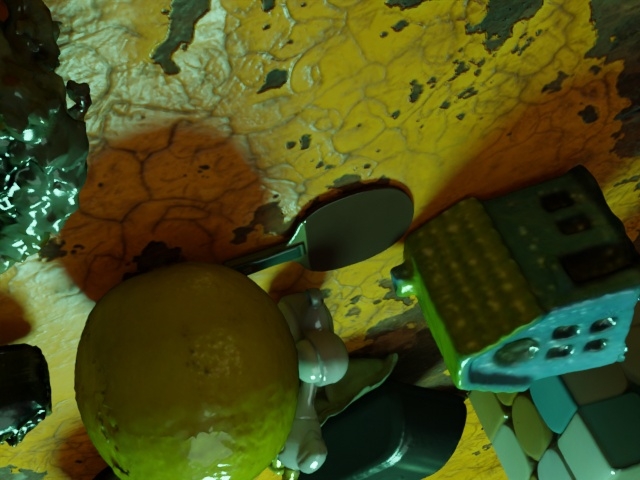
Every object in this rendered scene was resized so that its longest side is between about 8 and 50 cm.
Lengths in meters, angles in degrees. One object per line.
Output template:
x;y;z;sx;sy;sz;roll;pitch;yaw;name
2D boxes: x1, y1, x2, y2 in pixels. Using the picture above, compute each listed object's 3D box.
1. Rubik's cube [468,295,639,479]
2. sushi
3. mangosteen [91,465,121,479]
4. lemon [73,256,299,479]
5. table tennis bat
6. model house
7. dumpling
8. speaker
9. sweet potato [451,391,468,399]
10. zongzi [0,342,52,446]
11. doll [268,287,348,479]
0.514;0.293;1.546;0.347;0.346;0.344;-10;142;-16;Rubik's cube
-0.394;-0.083;0.752;0.418;0.175;0.417;-14;143;-11;sushi
-0.267;0.469;1.449;0.288;0.288;0.288;-14;143;-11;mangosteen
-0.165;0.175;1.095;0.297;0.297;0.297;-14;143;-11;lemon
0.000;0.000;1.188;0.274;0.021;0.154;-19;143;-8;table tennis bat
0.266;0.067;1.232;0.304;0.237;0.215;-17;141;-5;model house
-0.024;0.282;1.473;0.332;0.086;0.166;-40;172;22;dumpling
0.083;0.410;1.550;0.180;0.184;0.388;18;139;-32;speaker
0.200;0.317;1.661;0.214;0.050;0.050;-4;140;-24;sweet potato
-0.514;0.245;1.159;0.290;0.154;0.317;-7;160;-25;zongzi
-0.026;0.220;1.283;0.094;0.160;0.365;-8;123;-21;doll
